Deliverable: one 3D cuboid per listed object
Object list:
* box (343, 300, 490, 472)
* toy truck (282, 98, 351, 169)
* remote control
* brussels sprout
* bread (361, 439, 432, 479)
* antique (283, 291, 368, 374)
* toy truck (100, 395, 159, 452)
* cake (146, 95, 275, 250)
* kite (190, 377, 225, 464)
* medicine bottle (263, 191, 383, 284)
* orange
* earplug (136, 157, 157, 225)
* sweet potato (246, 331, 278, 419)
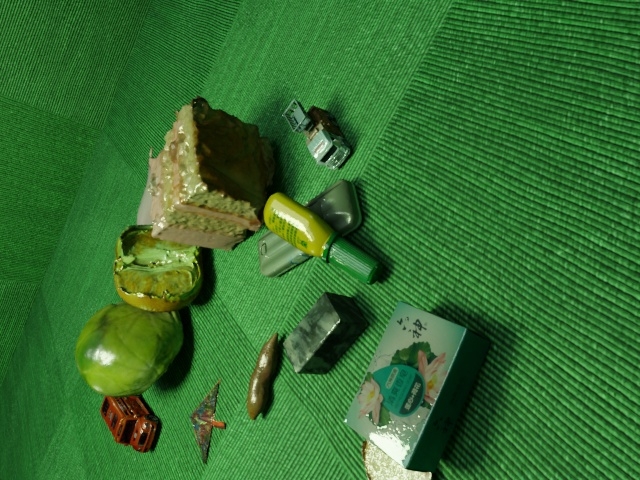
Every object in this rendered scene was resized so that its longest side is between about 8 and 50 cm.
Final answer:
[{"bbox_3d":[0.164,0.245,0.856,0.153,0.092,0.244,18,81,49],"label":"box"},{"bbox_3d":[-0.008,-0.261,1.219,0.080,0.115,0.177,-48,49,26],"label":"toy truck"},{"bbox_3d":[-0.042,-0.024,1.217,0.335,0.066,0.127,-32,54,36],"label":"remote control"},{"bbox_3d":[-0.580,0.331,1.538,0.344,0.344,0.268,40,130,46],"label":"brussels sprout"},{"bbox_3d":[0.143,0.403,0.896,0.126,0.044,0.129,-38,47,23],"label":"bread"},{"bbox_3d":[0.004,0.208,1.074,0.183,0.088,0.086,-53,44,21],"label":"antique"},{"bbox_3d":[-0.626,0.585,1.620,0.253,0.114,0.107,21,92,50],"label":"toy truck"},{"bbox_3d":[-0.298,-0.158,1.379,0.307,0.293,0.314,-37,49,41],"label":"cake"},{"bbox_3d":[-0.319,0.500,1.390,0.189,0.009,0.232,-7,73,46],"label":"kite"},{"bbox_3d":[0.000,0.000,1.091,0.309,0.076,0.111,34,144,26],"label":"medicine bottle"},{"bbox_3d":[-0.501,0.086,1.540,0.196,0.263,0.334,-54,42,44],"label":"orange"},{"bbox_3d":[-0.572,-0.119,1.765,0.301,0.173,0.172,-60,43,23],"label":"earplug"},{"bbox_3d":[-0.141,0.330,1.222,0.065,0.051,0.218,9,83,52],"label":"sweet potato"}]
